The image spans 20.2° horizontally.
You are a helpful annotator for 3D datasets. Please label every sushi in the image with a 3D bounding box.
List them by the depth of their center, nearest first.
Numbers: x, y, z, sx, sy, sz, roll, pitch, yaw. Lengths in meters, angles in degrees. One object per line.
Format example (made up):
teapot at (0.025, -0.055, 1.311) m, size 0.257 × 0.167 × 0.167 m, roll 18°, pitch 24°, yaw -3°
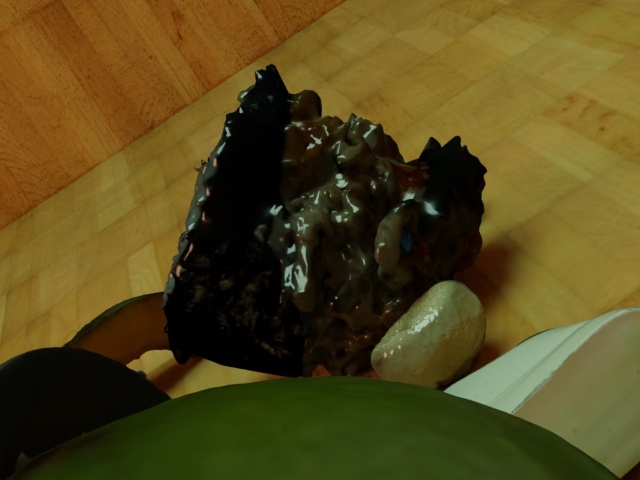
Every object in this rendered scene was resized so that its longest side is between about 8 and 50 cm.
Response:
sushi at (0.005, 0.002, 1.316) m, size 0.225 × 0.219 × 0.238 m, roll 107°, pitch 175°, yaw -51°

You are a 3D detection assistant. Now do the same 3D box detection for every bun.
bun at (0.076, 0.069, 1.186) m, size 0.086 × 0.055 × 0.086 m, roll -43°, pitch 3°, yaw 3°

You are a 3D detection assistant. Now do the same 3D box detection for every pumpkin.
pumpkin at (-0.241, 0.153, 1.516) m, size 0.258 × 0.095 × 0.290 m, roll -39°, pitch 1°, yaw 29°

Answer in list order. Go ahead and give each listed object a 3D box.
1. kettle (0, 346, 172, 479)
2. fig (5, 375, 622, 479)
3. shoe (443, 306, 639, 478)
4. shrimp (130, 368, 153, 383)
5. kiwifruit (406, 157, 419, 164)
kettle at (-0.246, 0.214, 0.955) m, size 0.324 × 0.321 × 0.228 m, roll -31°, pitch 55°, yaw 28°
fig at (0.009, 0.195, 0.481) m, size 0.316 × 0.316 × 0.316 m, roll -31°, pitch 14°, yaw 9°
shoe at (0.074, 0.128, 0.934) m, size 0.265 × 0.095 × 0.110 m, roll -33°, pitch 8°, yaw -19°
shrimp at (-0.172, 0.120, 1.089) m, size 0.152 × 0.219 × 0.046 m, roll -28°, pitch 53°, yaw -3°
kiwifruit at (0.063, -0.020, 1.464) m, size 0.124 × 0.075 × 0.075 m, roll -29°, pitch 15°, yaw 6°
